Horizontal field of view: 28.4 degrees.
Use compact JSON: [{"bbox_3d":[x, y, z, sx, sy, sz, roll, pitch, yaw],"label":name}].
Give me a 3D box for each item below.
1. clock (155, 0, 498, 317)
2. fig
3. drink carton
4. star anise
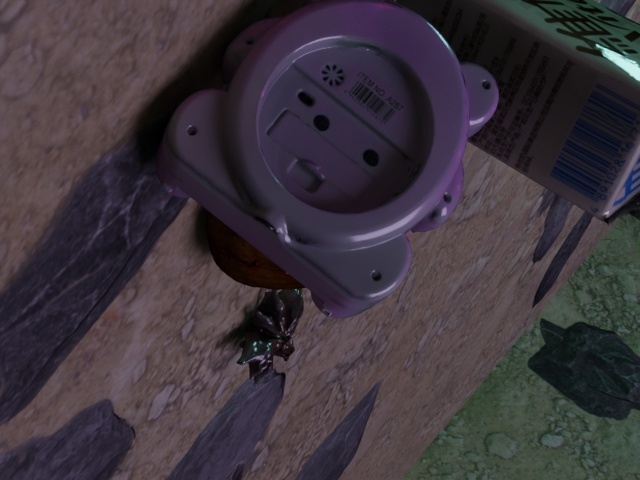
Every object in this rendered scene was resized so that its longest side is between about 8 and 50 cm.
[{"bbox_3d":[0.015,-0.088,1.030,0.248,0.227,0.090,-53,-176,-23],"label":"clock"},{"bbox_3d":[0.000,0.000,1.190,0.146,0.201,0.134,-47,151,-46],"label":"fig"},{"bbox_3d":[0.185,-0.168,1.172,0.194,0.324,0.132,-29,146,-57],"label":"drink carton"},{"bbox_3d":[-0.062,0.113,1.434,0.129,0.056,0.124,-34,139,-57],"label":"star anise"}]
